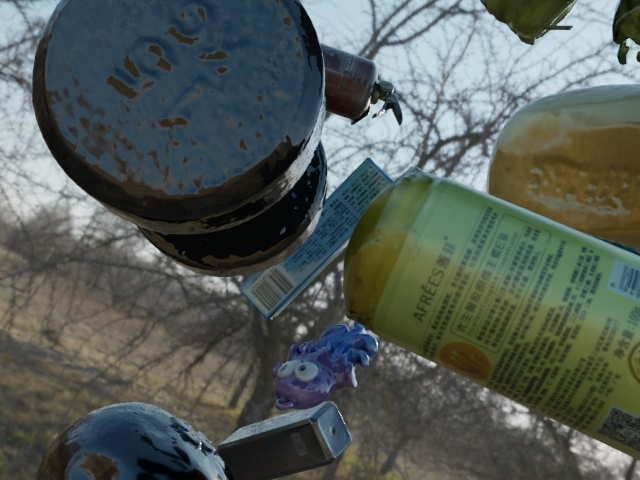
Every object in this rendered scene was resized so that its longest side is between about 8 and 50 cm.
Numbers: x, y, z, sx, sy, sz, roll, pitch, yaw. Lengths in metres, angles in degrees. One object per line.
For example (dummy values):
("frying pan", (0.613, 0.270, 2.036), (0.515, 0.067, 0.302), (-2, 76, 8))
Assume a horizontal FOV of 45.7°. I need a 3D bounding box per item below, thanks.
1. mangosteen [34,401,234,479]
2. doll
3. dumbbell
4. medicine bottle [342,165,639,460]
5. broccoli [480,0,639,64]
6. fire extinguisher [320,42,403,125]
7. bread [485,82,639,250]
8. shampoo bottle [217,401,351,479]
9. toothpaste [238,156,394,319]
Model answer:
("mangosteen", (-0.254, 0.362, 0.959), (0.275, 0.302, 0.275), (40, -8, 6))
("doll", (0.007, 0.143, 0.904), (0.110, 0.206, 0.067), (-3, -70, 34))
("dumbbell", (-0.096, -0.086, 0.657), (0.204, 0.203, 0.322), (24, -9, 5))
("medicine bottle", (0.129, 0.041, 0.484), (0.239, 0.124, 0.124), (24, -10, 15))
("broccoli", (0.249, -0.309, 0.667), (0.293, 0.281, 0.348), (37, 30, -2))
("fire extinguisher", (-0.003, -0.239, 1.122), (0.269, 0.104, 0.105), (19, -10, -3))
("bread", (0.439, -0.059, 1.152), (0.376, 0.347, 0.253), (1, -1, 38))
("shampoo bottle", (-0.073, 0.335, 1.229), (0.246, 0.080, 0.079), (-24, 1, 31))
("toothpaste", (0.000, 0.000, 1.085), (0.065, 0.266, 0.050), (45, 5, 11))
